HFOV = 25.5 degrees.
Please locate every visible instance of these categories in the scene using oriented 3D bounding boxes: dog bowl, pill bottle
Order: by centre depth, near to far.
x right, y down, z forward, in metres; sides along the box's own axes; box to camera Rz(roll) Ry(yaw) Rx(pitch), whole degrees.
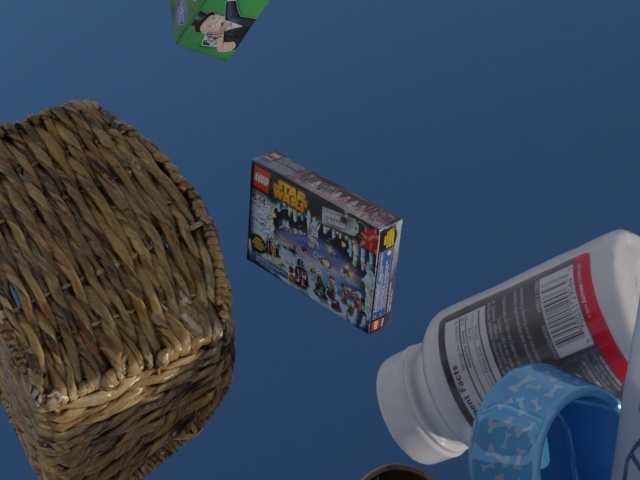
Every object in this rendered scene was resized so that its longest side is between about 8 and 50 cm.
[{"bbox_3d":[0.233,0.263,1.324,0.166,0.297,0.074,-16,-170,-35],"label":"dog bowl"},{"bbox_3d":[0.221,0.127,1.507,0.318,0.176,0.176,-28,-151,31],"label":"pill bottle"}]

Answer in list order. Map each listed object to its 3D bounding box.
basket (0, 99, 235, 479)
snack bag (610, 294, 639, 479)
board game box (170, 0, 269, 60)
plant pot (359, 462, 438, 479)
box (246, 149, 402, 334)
[{"bbox_3d":[-0.199,0.054,1.259,0.213,0.223,0.299,-23,-123,-19],"label":"basket"},{"bbox_3d":[0.349,0.163,1.148,0.037,0.323,0.342,10,179,-23],"label":"snack bag"},{"bbox_3d":[-0.054,-0.316,1.021,0.046,0.213,0.317,13,-134,-29],"label":"board game box"},{"bbox_3d":[0.020,0.284,1.165,0.165,0.167,0.167,-26,-154,41],"label":"plant pot"},{"bbox_3d":[0.000,0.000,1.079,0.137,0.094,0.027,30,-141,35],"label":"box"}]
